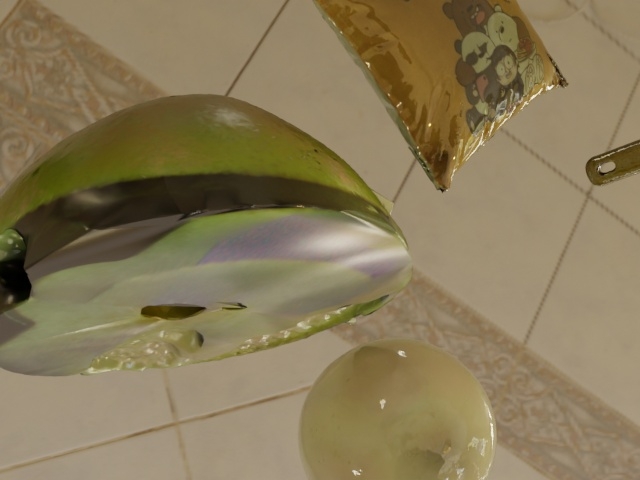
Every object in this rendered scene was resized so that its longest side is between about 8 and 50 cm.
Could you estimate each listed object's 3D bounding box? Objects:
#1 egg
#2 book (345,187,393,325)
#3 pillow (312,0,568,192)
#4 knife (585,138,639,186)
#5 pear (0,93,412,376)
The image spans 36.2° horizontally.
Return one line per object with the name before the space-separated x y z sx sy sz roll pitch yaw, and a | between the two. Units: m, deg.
egg | 0.111 0.275 1.390 0.283 0.345 0.283 3 72 -8
book | 0.000 0.000 1.339 0.289 0.026 0.201 23 84 -56
pillow | 0.157 -0.259 1.244 0.310 0.119 0.312 -39 99 -31
knife | 0.404 -0.107 0.864 0.027 0.343 0.061 -11 80 -63
pear | -0.126 -0.012 0.888 0.399 0.399 0.165 -2 65 -24
